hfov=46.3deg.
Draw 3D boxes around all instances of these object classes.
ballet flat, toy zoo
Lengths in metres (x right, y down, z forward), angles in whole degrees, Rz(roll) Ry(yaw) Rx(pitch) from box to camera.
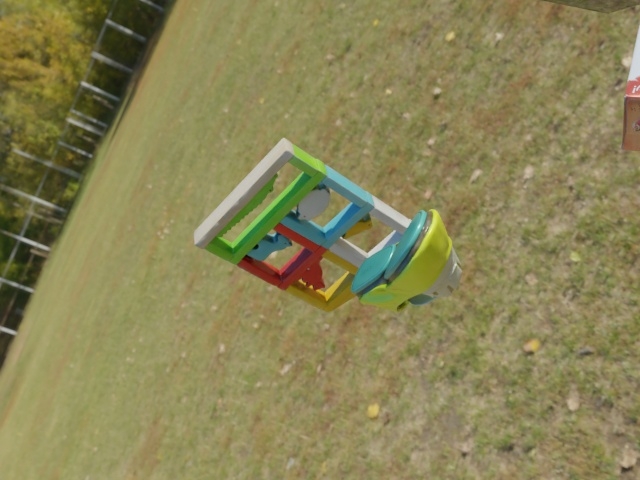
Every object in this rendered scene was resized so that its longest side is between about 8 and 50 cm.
[{"bbox_3d":[0.094,0.029,0.735,0.077,0.077,0.231,-62,3,-18],"label":"ballet flat"},{"bbox_3d":[0.000,0.000,1.038,0.192,0.293,0.030,-43,36,24],"label":"toy zoo"}]

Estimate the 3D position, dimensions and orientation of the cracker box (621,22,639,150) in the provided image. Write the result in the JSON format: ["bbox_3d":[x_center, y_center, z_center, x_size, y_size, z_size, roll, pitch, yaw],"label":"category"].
[{"bbox_3d":[0.373,-0.175,0.685,0.067,0.156,0.232,70,-144,-46],"label":"cracker box"}]

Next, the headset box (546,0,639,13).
[{"bbox_3d":[0.401,-0.460,0.964,0.246,0.131,0.282,-113,33,-78],"label":"headset box"}]
